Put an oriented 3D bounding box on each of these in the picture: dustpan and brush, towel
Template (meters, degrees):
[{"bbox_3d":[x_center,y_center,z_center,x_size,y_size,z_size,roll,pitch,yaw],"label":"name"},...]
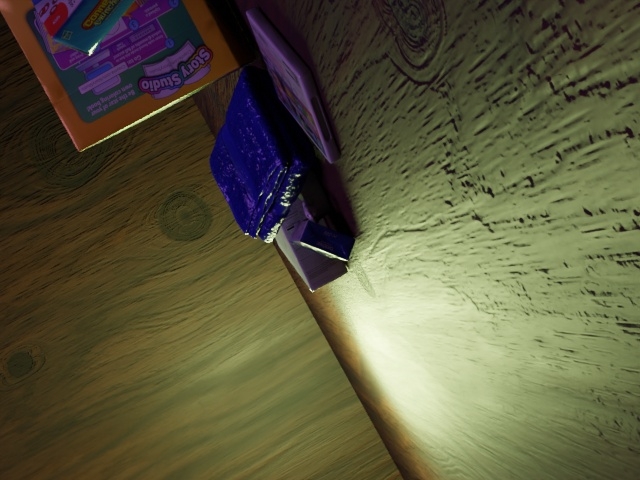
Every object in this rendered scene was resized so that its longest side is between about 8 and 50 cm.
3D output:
[{"bbox_3d":[-0.022,-0.081,1.945,0.147,0.060,0.211,64,173,-21],"label":"dustpan and brush"},{"bbox_3d":[-0.122,-0.150,1.910,0.227,0.076,0.308,58,151,16],"label":"towel"}]

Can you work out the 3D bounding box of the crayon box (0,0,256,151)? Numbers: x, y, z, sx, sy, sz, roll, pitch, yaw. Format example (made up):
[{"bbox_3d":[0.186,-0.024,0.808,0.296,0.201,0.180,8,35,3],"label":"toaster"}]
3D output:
[{"bbox_3d":[-0.349,-0.379,1.864,0.313,0.363,0.106,62,-160,-11],"label":"crayon box"}]

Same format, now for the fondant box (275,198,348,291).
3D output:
[{"bbox_3d":[-0.076,-0.085,2.209,0.238,0.096,0.330,51,167,57],"label":"fondant box"}]

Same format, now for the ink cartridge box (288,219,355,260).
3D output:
[{"bbox_3d":[0.000,0.000,1.981,0.097,0.046,0.207,22,178,-6],"label":"ink cartridge box"}]

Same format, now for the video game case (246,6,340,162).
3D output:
[{"bbox_3d":[-0.041,-0.238,1.588,0.201,0.023,0.183,54,171,42],"label":"video game case"}]

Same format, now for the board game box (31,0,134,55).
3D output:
[{"bbox_3d":[-0.368,-0.517,1.680,0.086,0.308,0.302,15,-144,-53],"label":"board game box"}]
